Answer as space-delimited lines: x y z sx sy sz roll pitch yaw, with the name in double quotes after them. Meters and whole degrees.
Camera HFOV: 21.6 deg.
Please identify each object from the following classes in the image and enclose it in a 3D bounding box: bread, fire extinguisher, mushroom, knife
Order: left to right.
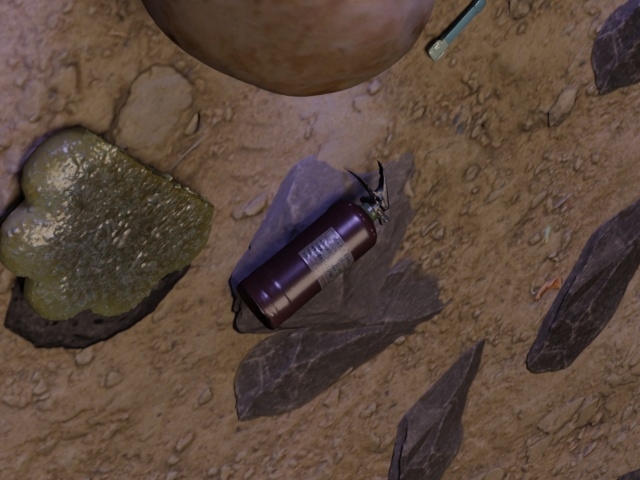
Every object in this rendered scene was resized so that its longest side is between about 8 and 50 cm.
-0.233 0.000 1.767 0.207 0.056 0.286 -54 144 7 "bread"
-0.025 -0.290 1.545 0.297 0.297 0.290 81 21 -49 "mushroom"
0.000 0.000 2.006 0.231 0.071 0.099 -41 118 -9 "fire extinguisher"
0.160 -0.251 1.969 0.096 0.010 0.027 -47 145 -3 "knife"
